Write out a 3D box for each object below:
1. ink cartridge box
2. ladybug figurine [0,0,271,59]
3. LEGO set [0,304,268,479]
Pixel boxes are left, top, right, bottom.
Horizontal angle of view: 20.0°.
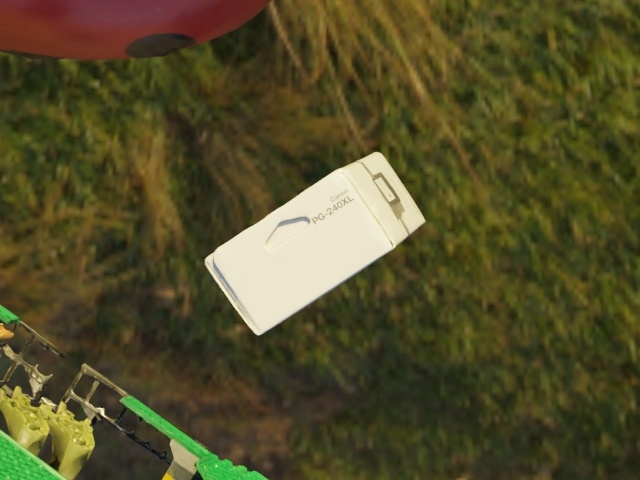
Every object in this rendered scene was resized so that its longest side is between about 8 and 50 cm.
[{"bbox_3d":[0.000,0.000,1.189,0.109,0.150,0.063,-34,90,13],"label":"ink cartridge box"},{"bbox_3d":[-0.162,-0.221,1.141,0.449,0.305,0.162,21,136,45],"label":"ladybug figurine"},{"bbox_3d":[-0.184,0.134,0.761,0.331,0.255,0.192,33,99,4],"label":"LEGO set"}]
